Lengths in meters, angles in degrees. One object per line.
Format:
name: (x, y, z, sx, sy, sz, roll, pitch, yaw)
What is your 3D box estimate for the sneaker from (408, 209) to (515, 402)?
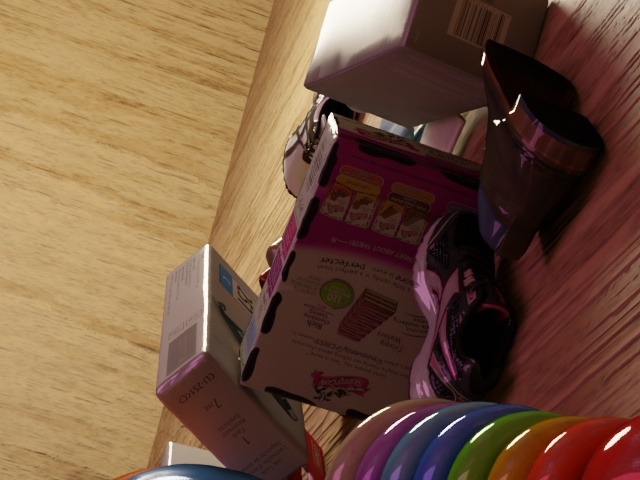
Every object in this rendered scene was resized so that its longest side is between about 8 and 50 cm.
sneaker: (0.117, 0.051, 1.087, 0.077, 0.072, 0.178, -42, 37, 48)

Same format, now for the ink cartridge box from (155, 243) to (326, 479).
ink cartridge box: (-0.047, 0.158, 1.380, 0.066, 0.261, 0.296, -38, 17, 9)

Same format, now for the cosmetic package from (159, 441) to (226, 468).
cosmetic package: (-0.114, 0.376, 1.473, 0.365, 0.155, 0.197, -111, 37, -73)

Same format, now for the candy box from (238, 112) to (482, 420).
candy box: (0.043, 0.030, 1.217, 0.071, 0.159, 0.233, -102, 32, -69)

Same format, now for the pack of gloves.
pack of gloves: (0.095, -0.057, 1.501, 0.195, 0.046, 0.232, -115, 41, -59)

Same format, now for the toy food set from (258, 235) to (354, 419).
toy food set: (0.021, 0.048, 1.360, 0.104, 0.111, 0.232, -38, -49, -27)

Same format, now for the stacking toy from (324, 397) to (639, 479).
stacking toy: (0.119, 0.136, 0.737, 0.330, 0.141, 0.141, -28, 44, 66)

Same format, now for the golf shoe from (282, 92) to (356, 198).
golf shoe: (-0.002, -0.142, 2.055, 0.094, 0.077, 0.198, -101, 29, -71)

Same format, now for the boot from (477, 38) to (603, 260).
boot: (0.141, -0.075, 1.098, 0.219, 0.082, 0.106, -96, 28, -64)

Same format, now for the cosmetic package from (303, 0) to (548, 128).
cosmetic package: (0.091, -0.180, 1.344, 0.238, 0.127, 0.107, 0, 72, 67)

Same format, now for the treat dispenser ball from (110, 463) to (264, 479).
treat dispenser ball: (-0.106, 0.317, 1.124, 0.288, 0.288, 0.288, -161, 90, -81)
